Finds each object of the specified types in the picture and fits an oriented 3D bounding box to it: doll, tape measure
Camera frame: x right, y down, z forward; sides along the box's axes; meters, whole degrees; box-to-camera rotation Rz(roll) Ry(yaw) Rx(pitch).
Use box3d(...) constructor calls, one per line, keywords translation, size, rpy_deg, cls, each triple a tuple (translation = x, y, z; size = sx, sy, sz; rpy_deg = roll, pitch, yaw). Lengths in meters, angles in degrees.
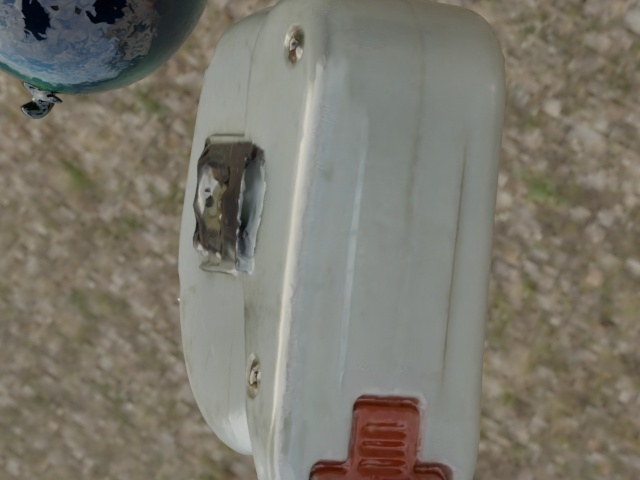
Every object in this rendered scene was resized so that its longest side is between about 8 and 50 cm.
box3d(translation=(-0.167, -0.243, 1.112), size=(0.199, 0.322, 0.186), rpy_deg=(10, -175, -10), cls="doll")
box3d(translation=(0.000, 0.000, 0.839), size=(0.130, 0.258, 0.265), rpy_deg=(4, -179, -22), cls="tape measure")
